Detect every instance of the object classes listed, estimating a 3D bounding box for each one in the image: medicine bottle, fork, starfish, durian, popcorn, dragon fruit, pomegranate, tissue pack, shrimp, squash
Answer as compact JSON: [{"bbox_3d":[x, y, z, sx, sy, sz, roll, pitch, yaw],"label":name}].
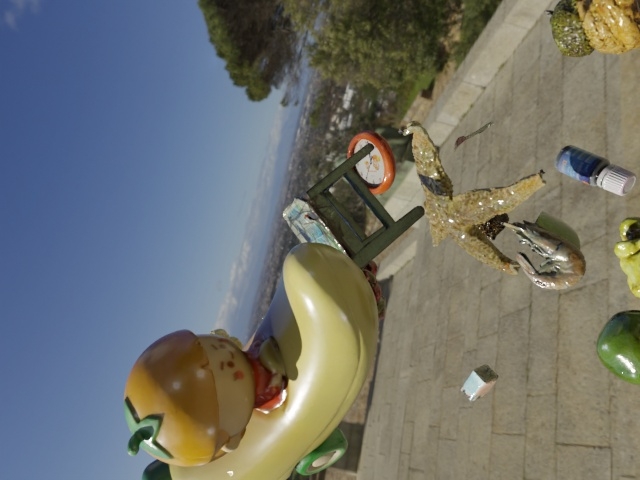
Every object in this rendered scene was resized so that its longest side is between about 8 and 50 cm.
[{"bbox_3d":[0.760,-0.194,1.405,0.203,0.083,0.084,40,123,44],"label":"medicine bottle"},{"bbox_3d":[0.260,-0.180,0.869,0.115,0.012,0.016,-34,-38,-28],"label":"fork"},{"bbox_3d":[0.364,-0.084,1.234,0.082,0.323,0.432,-49,-38,-32],"label":"starfish"},{"bbox_3d":[0.647,-0.072,1.951,0.091,0.148,0.189,52,-150,-37],"label":"durian"},{"bbox_3d":[0.948,0.059,1.389,0.235,0.241,0.250,54,-137,-40],"label":"popcorn"},{"bbox_3d":[0.090,0.172,1.621,0.237,0.231,0.303,-57,44,43],"label":"dragon fruit"},{"bbox_3d":[0.766,0.243,1.195,0.225,0.186,0.187,73,-155,-63],"label":"pomegranate"},{"bbox_3d":[0.467,0.417,1.489,0.059,0.074,0.095,51,137,37],"label":"tissue pack"},{"bbox_3d":[0.520,0.031,1.218,0.126,0.223,0.047,-55,-33,8],"label":"shrimp"},{"bbox_3d":[0.720,-0.039,1.665,0.203,0.288,0.111,39,110,57],"label":"squash"}]

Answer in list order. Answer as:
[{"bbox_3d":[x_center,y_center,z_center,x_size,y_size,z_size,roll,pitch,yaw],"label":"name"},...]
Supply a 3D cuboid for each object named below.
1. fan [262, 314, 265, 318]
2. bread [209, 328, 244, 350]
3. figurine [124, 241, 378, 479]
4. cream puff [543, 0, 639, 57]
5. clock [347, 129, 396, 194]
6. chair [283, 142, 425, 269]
[{"bbox_3d":[-0.067,0.213,1.165,0.005,0.175,0.113,14,-80,-64],"label":"fan"},{"bbox_3d":[-0.224,0.350,1.280,0.182,0.038,0.251,48,-152,-40],"label":"bread"},{"bbox_3d":[-0.066,0.131,0.453,0.124,0.222,0.325,59,137,37],"label":"figurine"},{"bbox_3d":[0.528,-0.437,0.983,0.168,0.183,0.184,-14,58,45],"label":"cream puff"},{"bbox_3d":[0.162,-0.246,1.608,0.205,0.051,0.205,32,133,42],"label":"clock"},{"bbox_3d":[0.000,0.000,0.749,0.270,0.147,0.136,-41,2,-17],"label":"chair"}]
